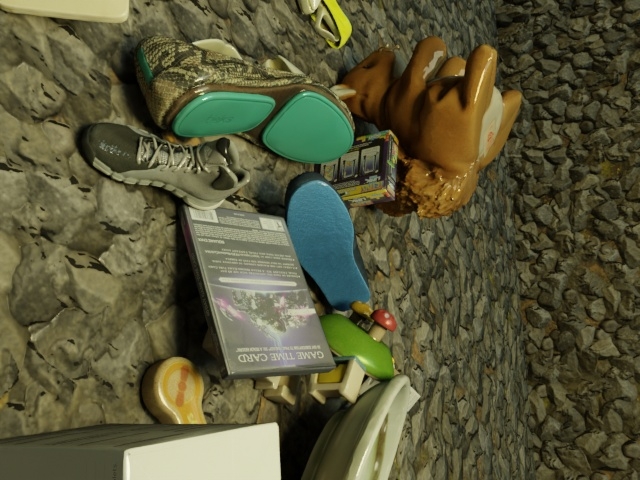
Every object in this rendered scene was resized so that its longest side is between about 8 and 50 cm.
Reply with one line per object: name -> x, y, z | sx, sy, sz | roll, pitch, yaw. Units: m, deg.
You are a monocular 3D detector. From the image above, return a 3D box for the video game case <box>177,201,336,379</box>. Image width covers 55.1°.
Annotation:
video game case -> -0.095, 0.071, 0.912 | 0.196, 0.026, 0.274 | 8, 53, -43

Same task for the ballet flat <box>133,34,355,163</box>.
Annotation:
ballet flat -> -0.107, -0.247, 1.024 | 0.482, 0.164, 0.182 | -2, 57, -57

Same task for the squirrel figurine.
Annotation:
squirrel figurine -> 0.187, -0.244, 1.345 | 0.281, 0.370, 0.397 | 2, 108, -59

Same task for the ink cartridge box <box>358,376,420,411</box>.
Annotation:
ink cartridge box -> 0.144, 0.326, 1.298 | 0.088, 0.052, 0.122 | -49, 130, -7

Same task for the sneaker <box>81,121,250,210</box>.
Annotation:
sneaker -> -0.189, -0.119, 0.826 | 0.228, 0.132, 0.086 | 21, 59, -44

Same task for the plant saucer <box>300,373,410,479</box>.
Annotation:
plant saucer -> 0.040, 0.402, 1.017 | 0.400, 0.100, 0.401 | 16, 90, -72

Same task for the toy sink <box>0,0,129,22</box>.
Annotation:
toy sink -> -0.296, -0.392, 0.695 | 0.152, 0.131, 0.234 | 1, 79, -17

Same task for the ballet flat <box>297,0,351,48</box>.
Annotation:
ballet flat -> -0.004, -0.505, 1.327 | 0.231, 0.077, 0.077 | 41, 64, -48

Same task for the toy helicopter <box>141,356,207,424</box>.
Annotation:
toy helicopter -> -0.166, 0.330, 0.797 | 0.235, 0.140, 0.355 | -12, 81, -50

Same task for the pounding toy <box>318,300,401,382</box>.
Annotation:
pounding toy -> 0.089, 0.173, 1.145 | 0.110, 0.183, 0.237 | -56, 149, -1

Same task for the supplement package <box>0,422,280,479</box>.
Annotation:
supplement package -> -0.197, 0.286, 0.589 | 0.198, 0.262, 0.199 | 14, 69, -56

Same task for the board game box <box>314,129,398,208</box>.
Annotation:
board game box -> 0.069, -0.137, 1.236 | 0.048, 0.170, 0.141 | 38, 51, -49

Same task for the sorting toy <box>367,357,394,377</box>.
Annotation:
sorting toy -> 0.125, 0.291, 1.336 | 0.075, 0.045, 0.083 | -13, 92, -40

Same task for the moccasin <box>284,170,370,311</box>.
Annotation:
moccasin -> 0.000, 0.000, 1.146 | 0.117, 0.137, 0.342 | -107, -179, -45

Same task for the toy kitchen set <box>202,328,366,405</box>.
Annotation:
toy kitchen set -> -0.045, 0.159, 0.966 | 0.207, 0.166, 0.122 | 50, 42, -40
